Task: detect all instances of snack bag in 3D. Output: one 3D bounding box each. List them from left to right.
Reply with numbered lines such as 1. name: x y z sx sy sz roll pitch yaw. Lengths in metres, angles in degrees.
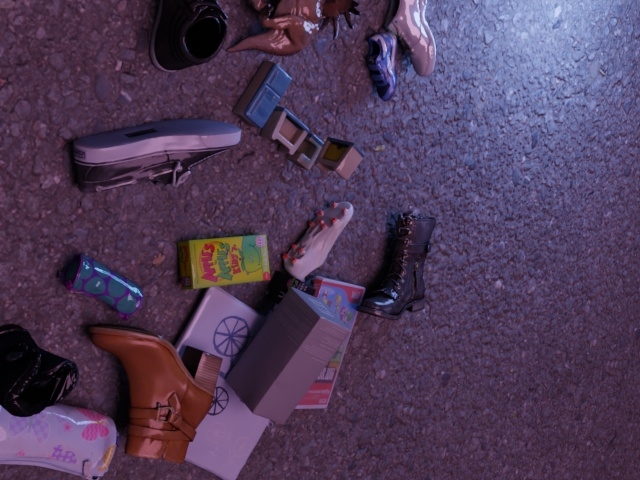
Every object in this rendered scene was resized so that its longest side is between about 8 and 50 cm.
1. snack bag: -0.199 0.299 1.965 0.323 0.037 0.343 37 77 -41

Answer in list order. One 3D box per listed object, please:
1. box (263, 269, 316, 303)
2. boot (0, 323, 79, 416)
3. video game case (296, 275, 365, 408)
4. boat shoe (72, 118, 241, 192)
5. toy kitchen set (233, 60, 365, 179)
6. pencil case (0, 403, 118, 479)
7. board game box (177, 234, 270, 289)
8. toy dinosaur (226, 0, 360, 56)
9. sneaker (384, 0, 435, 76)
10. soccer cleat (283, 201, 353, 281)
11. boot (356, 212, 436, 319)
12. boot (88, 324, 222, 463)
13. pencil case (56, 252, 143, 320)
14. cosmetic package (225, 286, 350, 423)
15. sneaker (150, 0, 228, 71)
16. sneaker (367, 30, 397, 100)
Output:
1. box: -0.063 0.107 1.991 0.052 0.083 0.062 33 81 -42
2. boot: -0.531 0.219 1.535 0.246 0.207 0.094 -19 115 -35
3. video game case: 0.002 0.224 2.084 0.204 0.025 0.285 16 92 -60
4. boat shoe: -0.281 -0.143 1.709 0.306 0.113 0.105 -16 120 -34
5. toy kitchen set: -0.026 -0.230 1.865 0.207 0.166 0.122 38 78 -41
6. pencil case: -0.486 0.339 1.671 0.273 0.113 0.124 24 54 -42
7. board game box: -0.184 0.040 1.878 0.181 0.043 0.092 -5 90 -40
8. toy dinosaur: -0.034 -0.426 1.836 0.296 0.127 0.200 -52 137 -9
9. sneaker: 0.181 -0.445 2.054 0.094 0.080 0.212 -20 109 -23
10. soccer cleat: 0.000 0.000 2.032 0.196 0.068 0.076 -47 135 -12
11. boot: 0.173 0.050 2.176 0.263 0.091 0.229 -11 110 -56
12. boot: -0.326 0.281 1.780 0.283 0.109 0.220 27 80 -39
13. pencil case: -0.385 0.082 1.716 0.151 0.064 0.070 34 64 -41
14. cosmetic package: -0.066 0.227 1.914 0.107 0.127 0.238 26 102 -42
15. sneaker: -0.211 -0.431 1.657 0.104 0.146 0.296 0 101 -39
16. sneaker: 0.125 -0.364 2.036 0.059 0.053 0.144 -11 103 -37
